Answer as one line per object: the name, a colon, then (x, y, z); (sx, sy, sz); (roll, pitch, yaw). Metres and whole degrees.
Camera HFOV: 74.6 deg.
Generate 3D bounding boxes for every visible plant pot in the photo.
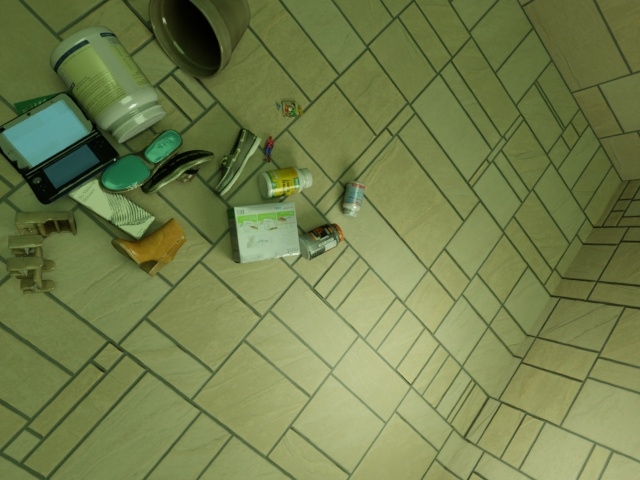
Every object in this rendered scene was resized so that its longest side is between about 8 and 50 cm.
plant pot: (-0.420, -0.824, 1.578); (0.323, 0.323, 0.280); (46, 56, -19)

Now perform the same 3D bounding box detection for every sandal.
sandal: (-0.545, -0.259, 1.620); (0.303, 0.120, 0.086); (-37, 133, -19)

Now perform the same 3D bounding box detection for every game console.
game console: (-0.880, -0.308, 1.398); (0.293, 0.250, 0.173); (-40, 150, -16)

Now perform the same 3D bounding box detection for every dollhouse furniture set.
dollhouse furniture set: (-0.904, 0.032, 1.387); (0.161, 0.212, 0.241); (-3, 65, -24)

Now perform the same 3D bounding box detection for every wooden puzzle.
wooden puzzle: (-0.132, -0.579, 1.852); (0.117, 0.014, 0.078); (-15, 97, -24)

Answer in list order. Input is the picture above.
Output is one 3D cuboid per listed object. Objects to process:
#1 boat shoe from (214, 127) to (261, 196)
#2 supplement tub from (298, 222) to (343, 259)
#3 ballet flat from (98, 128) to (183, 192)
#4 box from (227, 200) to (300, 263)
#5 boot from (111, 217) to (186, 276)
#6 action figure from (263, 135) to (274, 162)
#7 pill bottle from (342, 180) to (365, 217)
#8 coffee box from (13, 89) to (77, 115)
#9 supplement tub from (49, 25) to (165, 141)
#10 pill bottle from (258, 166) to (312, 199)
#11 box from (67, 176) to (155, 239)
boat shoe: (-0.352, -0.319, 1.702); (0.091, 0.109, 0.304); (34, 70, -21)
supplement tub: (0.000, 0.000, 1.865); (0.191, 0.117, 0.116); (-26, 102, -24)
ballet flat: (-0.654, -0.283, 1.545); (0.348, 0.123, 0.123); (-48, 109, -26)
box: (-0.234, -0.037, 1.748); (0.262, 0.127, 0.230); (-9, 95, -25)
boot: (-0.603, -0.004, 1.513); (0.104, 0.295, 0.211); (29, 71, 16)
action figure: (-0.222, -0.395, 1.803); (0.038, 0.030, 0.115); (16, 79, -30)
pill bottle: (0.151, -0.190, 1.950); (0.087, 0.087, 0.160); (14, 84, -25)
coffee box: (-0.934, -0.441, 1.456); (0.184, 0.040, 0.113); (-27, 103, -23)
supplement tub: (-0.720, -0.528, 1.450); (0.235, 0.235, 0.324); (-40, 107, -20)
pill bottle: (-0.147, -0.250, 1.791); (0.209, 0.118, 0.117); (-15, 97, -25)
box: (-0.748, -0.119, 1.519); (0.275, 0.094, 0.113); (36, 75, -22)
